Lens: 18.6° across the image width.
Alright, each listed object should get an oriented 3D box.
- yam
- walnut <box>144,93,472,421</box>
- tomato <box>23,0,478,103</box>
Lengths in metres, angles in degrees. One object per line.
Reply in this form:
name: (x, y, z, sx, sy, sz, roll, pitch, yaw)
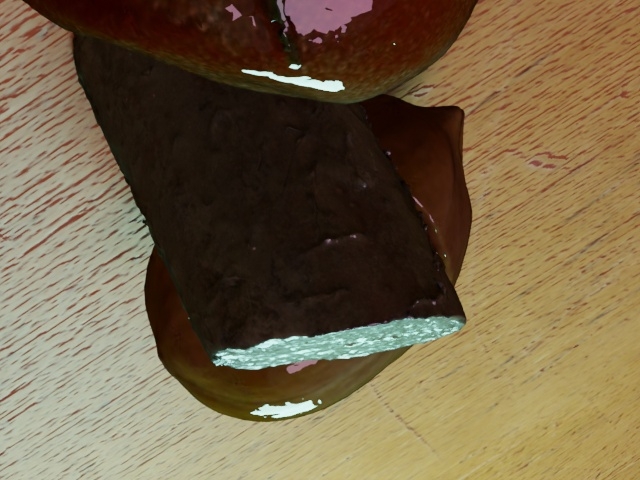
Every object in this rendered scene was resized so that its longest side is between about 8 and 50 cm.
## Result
yam: (-0.038, -0.038, 1.283, 0.168, 0.304, 0.168, -22, 157, -10)
walnut: (0.000, 0.000, 1.456, 0.298, 0.203, 0.203, -47, 148, -6)
tomato: (-0.043, -0.210, 1.040, 0.303, 0.303, 0.239, -31, 167, 2)
